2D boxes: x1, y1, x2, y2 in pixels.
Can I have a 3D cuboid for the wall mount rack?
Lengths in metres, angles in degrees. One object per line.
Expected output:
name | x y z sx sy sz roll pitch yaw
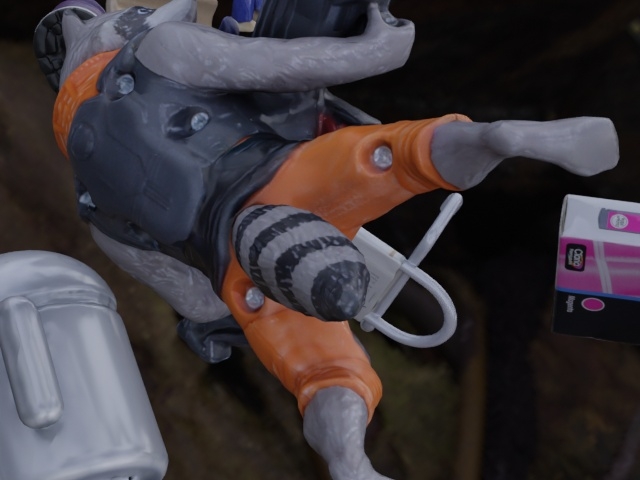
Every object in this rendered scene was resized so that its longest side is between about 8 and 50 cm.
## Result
wall mount rack | 0.000 0.000 1.826 0.350 0.304 0.130 35 49 2

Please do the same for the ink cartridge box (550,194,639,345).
ink cartridge box | 0.423 0.049 1.667 0.371 0.176 0.069 6 53 9

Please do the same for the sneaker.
sneaker | -0.219 -0.132 1.797 0.124 0.107 0.283 -83 159 -71

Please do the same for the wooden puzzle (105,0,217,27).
wooden puzzle | -0.148 -0.126 1.614 0.221 0.044 0.239 -8 93 -69

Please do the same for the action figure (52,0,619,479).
action figure | -0.020 -0.063 0.803 0.178 0.341 0.330 -1 22 -43

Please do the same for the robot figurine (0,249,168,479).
robot figurine | -0.276 0.158 1.637 0.199 0.300 0.353 -16 68 -14

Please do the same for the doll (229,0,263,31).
doll | -0.084 -0.333 1.854 0.046 0.189 0.129 11 29 22
